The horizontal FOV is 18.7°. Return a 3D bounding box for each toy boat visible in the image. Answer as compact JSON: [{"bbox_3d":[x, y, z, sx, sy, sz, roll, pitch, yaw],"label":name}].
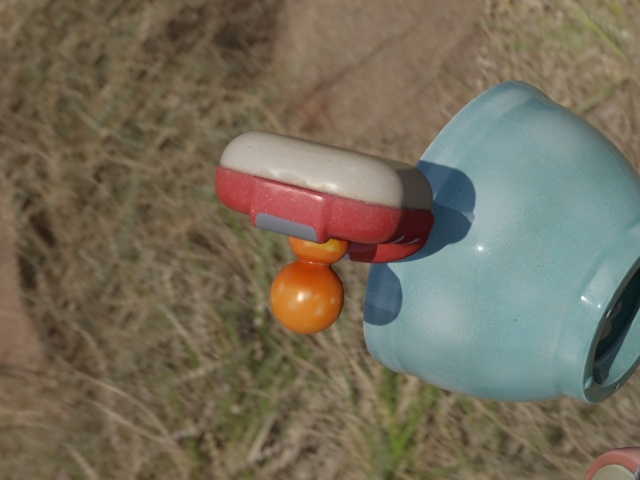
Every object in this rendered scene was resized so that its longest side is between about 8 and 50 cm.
[{"bbox_3d":[0.000,0.000,1.539,0.151,0.231,0.151,15,94,15],"label":"toy boat"}]

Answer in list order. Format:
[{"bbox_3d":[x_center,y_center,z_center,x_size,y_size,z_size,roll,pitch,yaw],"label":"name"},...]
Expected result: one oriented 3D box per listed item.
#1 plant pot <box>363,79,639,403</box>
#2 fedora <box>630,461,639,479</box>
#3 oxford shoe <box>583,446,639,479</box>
[{"bbox_3d":[0.203,0.028,1.749,0.196,0.293,0.293,29,86,26],"label":"plant pot"},{"bbox_3d":[0.300,0.171,1.094,0.244,0.124,0.275,-6,48,-10],"label":"fedora"},{"bbox_3d":[0.328,0.320,1.386,0.146,0.140,0.397,-12,77,-31],"label":"oxford shoe"}]
